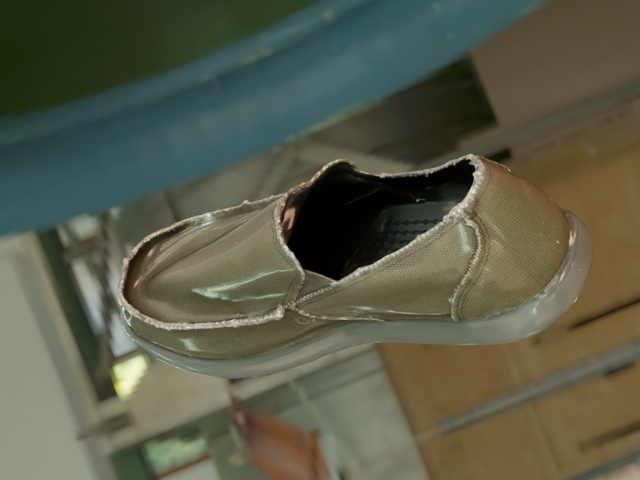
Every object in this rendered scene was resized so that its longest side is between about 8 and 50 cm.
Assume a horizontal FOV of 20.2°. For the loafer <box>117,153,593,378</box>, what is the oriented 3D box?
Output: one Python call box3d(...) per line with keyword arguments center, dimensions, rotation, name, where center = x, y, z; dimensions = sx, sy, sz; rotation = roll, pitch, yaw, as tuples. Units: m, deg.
box3d(center=(0.000, 0.000, 0.830), dimensions=(0.087, 0.251, 0.094), rotation=(52, -138, -37), name="loafer")
